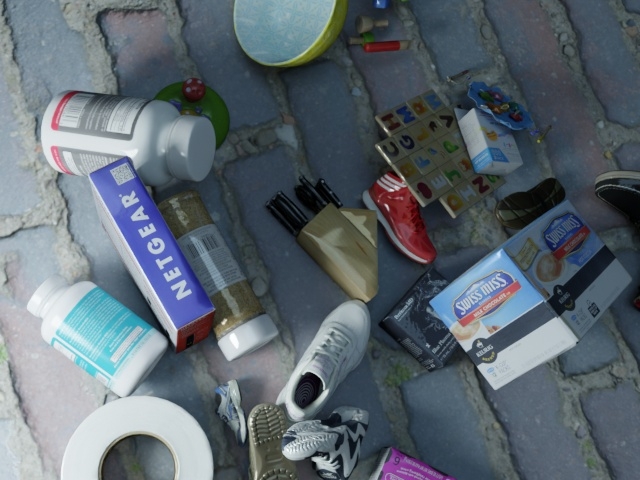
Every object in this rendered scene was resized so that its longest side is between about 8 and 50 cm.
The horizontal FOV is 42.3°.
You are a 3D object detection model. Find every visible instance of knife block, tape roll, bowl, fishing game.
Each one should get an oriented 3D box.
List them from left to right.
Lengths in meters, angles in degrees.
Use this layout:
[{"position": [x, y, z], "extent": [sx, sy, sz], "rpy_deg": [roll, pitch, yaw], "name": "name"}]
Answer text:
[{"position": [-0.350, 0.447, 1.595], "extent": [0.286, 0.100, 0.286], "rpy_deg": [3, 74, -11], "name": "tape roll"}, {"position": [-0.041, -0.524, 1.889], "extent": [0.156, 0.289, 0.289], "rpy_deg": [6, 67, -55], "name": "bowl"}, {"position": [0.000, 0.000, 1.800], "extent": [0.242, 0.088, 0.275], "rpy_deg": [3, 74, -10], "name": "knife block"}, {"position": [0.426, -0.326, 1.945], "extent": [0.264, 0.041, 0.189], "rpy_deg": [39, 33, 12], "name": "fishing game"}]

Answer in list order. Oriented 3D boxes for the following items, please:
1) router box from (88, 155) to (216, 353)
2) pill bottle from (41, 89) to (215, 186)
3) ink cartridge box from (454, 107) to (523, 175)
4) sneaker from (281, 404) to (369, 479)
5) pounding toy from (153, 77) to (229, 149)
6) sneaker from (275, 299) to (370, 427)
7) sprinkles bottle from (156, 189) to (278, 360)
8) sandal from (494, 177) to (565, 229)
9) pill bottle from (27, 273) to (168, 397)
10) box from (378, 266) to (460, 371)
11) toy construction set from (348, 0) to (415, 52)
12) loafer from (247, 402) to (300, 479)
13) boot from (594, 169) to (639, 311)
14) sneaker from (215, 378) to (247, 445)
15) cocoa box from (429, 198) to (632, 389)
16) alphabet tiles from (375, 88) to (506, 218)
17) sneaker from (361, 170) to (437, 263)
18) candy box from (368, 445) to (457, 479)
[{"position": [-0.327, 0.042, 1.610], "extent": [0.082, 0.301, 0.335], "rpy_deg": [-29, 82, -17], "name": "router box"}, {"position": [-0.384, -0.204, 1.679], "extent": [0.319, 0.176, 0.176], "rpy_deg": [9, 71, 16], "name": "pill bottle"}, {"position": [0.391, -0.245, 1.932], "extent": [0.104, 0.061, 0.181], "rpy_deg": [2, 62, -34], "name": "ink cartridge box"}, {"position": [0.008, 0.431, 1.637], "extent": [0.094, 0.235, 0.153], "rpy_deg": [10, 103, 30], "name": "sneaker"}, {"position": [-0.311, -0.273, 1.804], "extent": [0.237, 0.110, 0.183], "rpy_deg": [-22, 79, -17], "name": "pounding toy"}, {"position": [0.022, 0.250, 1.700], "extent": [0.114, 0.152, 0.305], "rpy_deg": [32, 69, 2], "name": "sneaker"}, {"position": [-0.223, 0.071, 1.717], "extent": [0.121, 0.121, 0.355], "rpy_deg": [-28, 81, -17], "name": "sprinkles bottle"}, {"position": [0.487, -0.084, 1.942], "extent": [0.219, 0.060, 0.090], "rpy_deg": [-31, 88, -32], "name": "sandal"}, {"position": [-0.443, 0.179, 1.629], "extent": [0.264, 0.146, 0.146], "rpy_deg": [37, 71, 0], "name": "pill bottle"}, {"position": [0.240, 0.173, 1.797], "extent": [0.158, 0.093, 0.156], "rpy_deg": [42, 71, 4], "name": "box"}, {"position": [0.182, -0.604, 1.960], "extent": [0.237, 0.257, 0.308], "rpy_deg": [-9, 97, -26], "name": "toy construction set"}, {"position": [-0.094, 0.452, 1.654], "extent": [0.102, 0.092, 0.268], "rpy_deg": [-3, 91, -7], "name": "loafer"}, {"position": [0.791, 0.020, 1.933], "extent": [0.377, 0.138, 0.284], "rpy_deg": [25, 71, -9], "name": "boot"}, {"position": [-0.183, 0.355, 1.687], "extent": [0.058, 0.052, 0.135], "rpy_deg": [-13, 70, -5], "name": "sneaker"}, {"position": [0.440, 0.103, 1.715], "extent": [0.347, 0.231, 0.228], "rpy_deg": [-28, 79, -48], "name": "cocoa box"}, {"position": [0.278, -0.205, 1.883], "extent": [0.342, 0.011, 0.285], "rpy_deg": [-31, 82, -42], "name": "alphabet tiles"}, {"position": [0.200, -0.059, 1.826], "extent": [0.221, 0.128, 0.087], "rpy_deg": [46, 35, 3], "name": "sneaker"}, {"position": [0.159, 0.560, 1.680], "extent": [0.159, 0.071, 0.233], "rpy_deg": [27, 71, -3], "name": "candy box"}]
